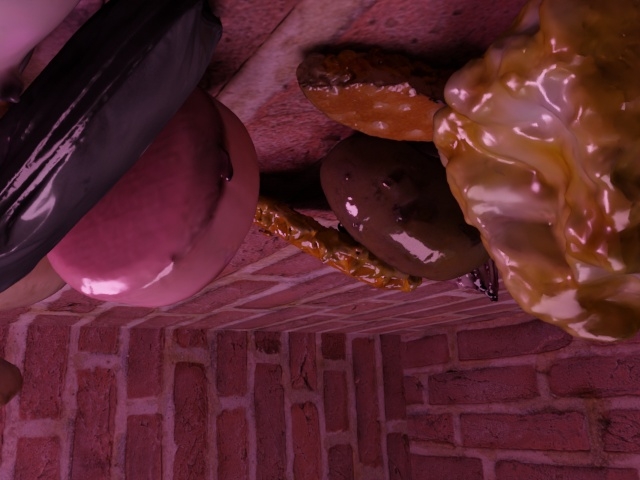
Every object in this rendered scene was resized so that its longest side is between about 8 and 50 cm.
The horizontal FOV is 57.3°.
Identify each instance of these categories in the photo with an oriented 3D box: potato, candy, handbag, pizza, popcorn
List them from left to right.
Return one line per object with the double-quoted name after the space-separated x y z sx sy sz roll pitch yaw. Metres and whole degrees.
-0.197 -0.067 0.461 0.075 0.332 0.191 41 -173 -11 "handbag"
-0.176 -0.053 0.607 0.255 0.255 0.094 -10 163 24 "candy"
0.090 -0.154 0.633 0.247 0.058 0.127 2 165 -12 "pizza"
0.118 -0.041 0.779 0.262 0.164 0.165 23 158 -12 "potato"
0.275 -0.085 0.530 0.292 0.293 0.334 -29 148 -31 "popcorn"

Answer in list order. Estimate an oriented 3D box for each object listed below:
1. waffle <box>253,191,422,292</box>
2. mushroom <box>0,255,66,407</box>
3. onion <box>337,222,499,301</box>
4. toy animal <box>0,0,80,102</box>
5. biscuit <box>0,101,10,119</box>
0.000 0.000 0.934 0.302 0.068 0.325 24 177 45 "waffle"
-0.422 0.004 0.701 0.315 0.315 0.356 -17 121 42 "mushroom"
0.173 -0.018 1.031 0.280 0.146 0.314 20 176 37 "onion"
-0.271 -0.150 0.283 0.310 0.250 0.251 -17 163 7 "toy animal"
-0.353 -0.094 0.498 0.160 0.249 0.030 5 -161 -28 "biscuit"
